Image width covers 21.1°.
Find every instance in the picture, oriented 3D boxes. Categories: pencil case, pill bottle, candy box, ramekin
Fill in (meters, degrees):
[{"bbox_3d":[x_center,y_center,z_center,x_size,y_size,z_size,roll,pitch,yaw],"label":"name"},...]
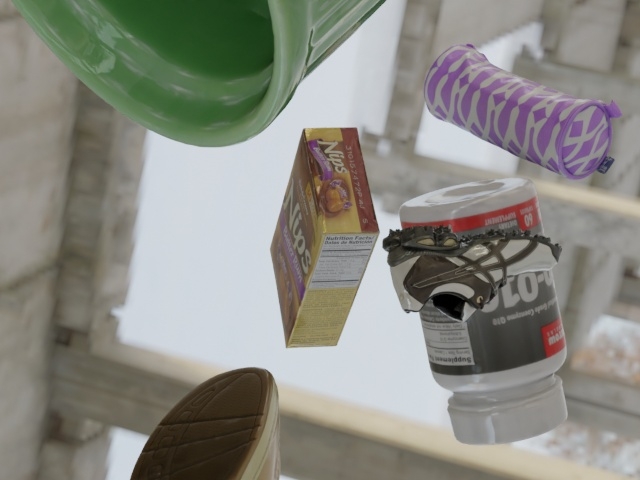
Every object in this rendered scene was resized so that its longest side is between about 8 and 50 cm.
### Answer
[{"bbox_3d":[0.197,-0.131,1.703,0.088,0.206,0.086,-56,-40,-7],"label":"pencil case"},{"bbox_3d":[0.195,0.081,1.982,0.161,0.161,0.283,-32,-68,-66],"label":"pill bottle"},{"bbox_3d":[0.000,0.000,1.470,0.187,0.053,0.109,109,155,-54],"label":"candy box"},{"bbox_3d":[-0.084,-0.222,1.069,0.148,0.303,0.303,-41,-33,-29],"label":"ramekin"}]

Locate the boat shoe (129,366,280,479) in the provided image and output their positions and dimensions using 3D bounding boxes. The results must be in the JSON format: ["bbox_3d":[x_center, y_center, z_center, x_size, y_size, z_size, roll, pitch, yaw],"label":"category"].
[{"bbox_3d":[-0.079,0.223,1.261,0.098,0.109,0.302,59,-153,-34],"label":"boat shoe"}]

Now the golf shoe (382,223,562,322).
[{"bbox_3d":[0.150,0.035,1.681,0.077,0.198,0.094,-20,71,61],"label":"golf shoe"}]
